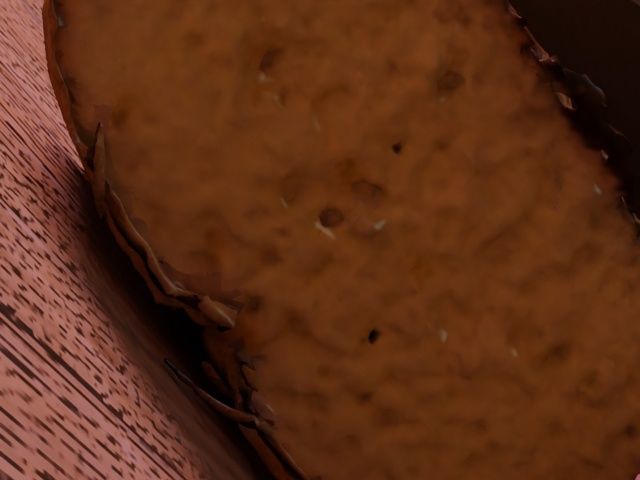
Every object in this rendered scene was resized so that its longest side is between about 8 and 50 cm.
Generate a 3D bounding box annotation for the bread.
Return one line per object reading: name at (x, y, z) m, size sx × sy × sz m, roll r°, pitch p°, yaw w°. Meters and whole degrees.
bread at (0.012, -0.013, 0.506) m, size 0.260 × 0.160 × 0.147 m, roll 50°, pitch -2°, yaw -15°

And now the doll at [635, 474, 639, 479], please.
doll at (0.151, 0.149, 1.107) m, size 0.268 × 0.216 × 0.284 m, roll 35°, pitch -7°, yaw 6°

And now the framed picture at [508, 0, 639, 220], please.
framed picture at (0.034, -0.068, 0.578) m, size 0.274 × 0.017 × 0.217 m, roll 37°, pitch -44°, yaw 6°
